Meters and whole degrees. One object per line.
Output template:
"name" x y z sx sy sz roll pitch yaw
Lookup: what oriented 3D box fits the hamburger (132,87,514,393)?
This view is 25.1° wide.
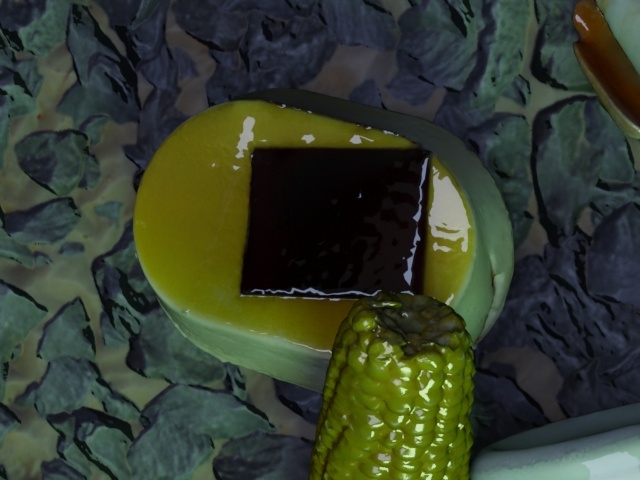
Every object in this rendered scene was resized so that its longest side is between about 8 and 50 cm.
"hamburger" 0.000 0.000 1.118 0.295 0.151 0.227 17 88 19

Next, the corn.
"corn" 0.044 0.183 1.040 0.120 0.120 0.363 16 134 14

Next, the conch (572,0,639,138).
"conch" 0.249 -0.141 1.081 0.176 0.094 0.104 36 138 17

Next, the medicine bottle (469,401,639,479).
"medicine bottle" 0.247 0.307 1.014 0.211 0.211 0.371 -16 85 14
